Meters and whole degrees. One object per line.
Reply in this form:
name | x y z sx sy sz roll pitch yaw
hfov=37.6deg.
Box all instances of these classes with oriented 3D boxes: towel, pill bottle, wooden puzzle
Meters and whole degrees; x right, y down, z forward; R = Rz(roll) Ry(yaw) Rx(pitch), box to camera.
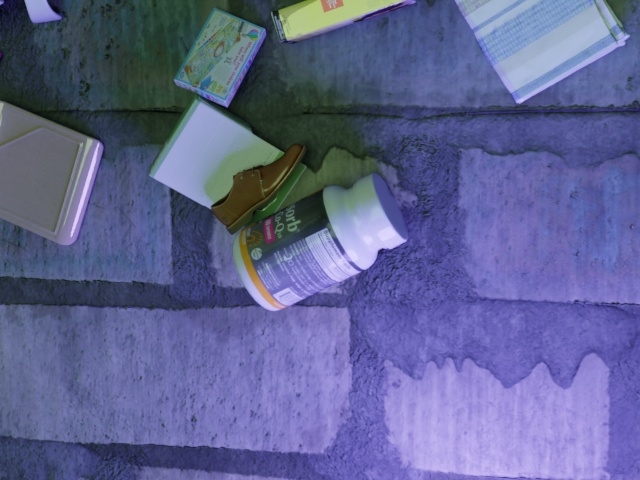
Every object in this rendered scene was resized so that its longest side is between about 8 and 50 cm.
towel | 0.343 -0.392 1.542 0.209 0.034 0.285 -31 89 20
pill bottle | 0.000 0.000 1.634 0.278 0.162 0.162 -27 93 17
wooden puzzle | -0.553 -0.132 1.818 0.238 0.044 0.221 21 104 5

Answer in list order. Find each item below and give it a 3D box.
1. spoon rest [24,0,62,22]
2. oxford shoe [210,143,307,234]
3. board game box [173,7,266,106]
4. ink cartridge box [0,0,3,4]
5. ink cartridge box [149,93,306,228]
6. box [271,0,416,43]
spoon rest | -0.529 -0.539 1.705 0.137 0.084 0.276 -10 100 -1
oxford shoe | -0.110 -0.104 1.663 0.212 0.076 0.076 -42 101 13
board game box | -0.176 -0.323 1.654 0.103 0.026 0.154 25 77 9
ink cartridge box | -0.783 -0.485 1.695 0.384 0.160 0.279 -23 72 20
ink cartridge box | -0.168 -0.136 1.710 0.235 0.056 0.171 29 108 -18
box | 0.040 -0.395 1.591 0.232 0.087 0.058 -14 96 17
